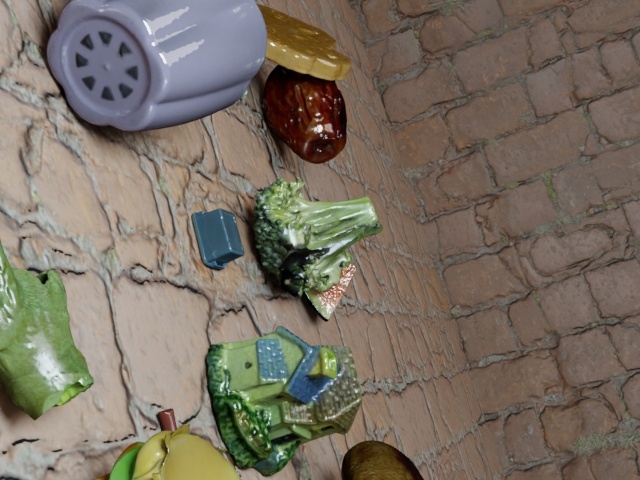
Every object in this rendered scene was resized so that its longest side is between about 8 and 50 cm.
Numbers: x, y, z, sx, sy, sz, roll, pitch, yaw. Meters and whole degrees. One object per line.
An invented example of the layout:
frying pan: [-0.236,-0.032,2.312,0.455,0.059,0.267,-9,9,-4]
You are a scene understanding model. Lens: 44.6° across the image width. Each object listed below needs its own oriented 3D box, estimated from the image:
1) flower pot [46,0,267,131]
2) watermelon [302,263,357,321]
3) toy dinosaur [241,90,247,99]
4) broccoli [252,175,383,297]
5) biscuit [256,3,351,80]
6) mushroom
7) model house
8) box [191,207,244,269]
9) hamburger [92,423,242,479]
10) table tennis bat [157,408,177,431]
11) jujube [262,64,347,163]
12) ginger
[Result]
flower pot: [-0.246,-0.275,1.112,0.265,0.265,0.243,65,32,-17]
watermelon: [-0.007,0.074,1.690,0.145,0.137,0.193,32,23,-3]
toy dinosaur: [-0.188,-0.358,1.621,0.129,0.076,0.383,41,17,-11]
broccoli: [0.000,0.000,1.514,0.247,0.243,0.263,-106,174,-65]
biscuit: [-0.083,-0.455,1.776,0.351,0.057,0.312,3,36,-42]
mushroom: [0.107,0.523,1.319,0.345,0.239,0.345,6,90,-66]
model house: [-0.044,0.237,1.207,0.214,0.189,0.195,50,23,-51]
box: [-0.170,-0.006,1.317,0.074,0.054,0.099,26,45,-69]
hamburger: [-0.163,0.322,0.801,0.237,0.148,0.237,60,11,-19]
table tennis bat: [-0.179,0.293,1.006,0.098,0.019,0.155,-7,80,-72]
jujube: [-0.036,-0.309,1.846,0.197,0.197,0.290,50,15,-49]
ginger: [-0.314,0.044,0.760,0.290,0.089,0.137,58,38,-22]
